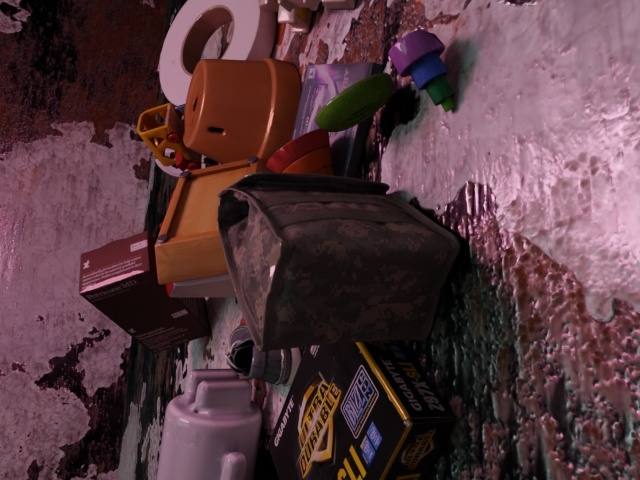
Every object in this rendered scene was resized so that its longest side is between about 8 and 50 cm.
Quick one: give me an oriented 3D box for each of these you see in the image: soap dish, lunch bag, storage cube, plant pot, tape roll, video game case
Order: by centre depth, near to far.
[{"bbox_3d":[0.000,0.000,0.691,0.287,0.235,0.169,-131,48,-55],"label":"lunch bag"},{"bbox_3d":[0.015,-0.228,0.957,0.274,0.026,0.196,35,115,61],"label":"video game case"},{"bbox_3d":[-0.212,-0.049,1.077,0.291,0.228,0.118,-89,-15,-47],"label":"soap dish"},{"bbox_3d":[-0.196,-0.296,1.194,0.291,0.203,0.291,-27,59,58],"label":"plant pot"},{"bbox_3d":[-0.284,0.014,1.281,0.184,0.215,0.193,-58,41,38],"label":"storage cube"},{"bbox_3d":[-0.290,-0.529,1.401,0.392,0.072,0.392,-10,72,34],"label":"tape roll"}]

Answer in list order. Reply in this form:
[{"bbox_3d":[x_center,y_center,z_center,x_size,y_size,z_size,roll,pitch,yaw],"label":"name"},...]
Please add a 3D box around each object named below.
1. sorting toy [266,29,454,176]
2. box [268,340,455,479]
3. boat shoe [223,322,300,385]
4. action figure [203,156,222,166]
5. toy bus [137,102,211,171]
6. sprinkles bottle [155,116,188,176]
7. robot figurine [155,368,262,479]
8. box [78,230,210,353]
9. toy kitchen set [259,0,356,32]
[{"bbox_3d":[0.060,-0.149,0.768,0.365,0.127,0.126,-32,86,47],"label":"sorting toy"},{"bbox_3d":[0.033,0.277,0.731,0.257,0.079,0.322,53,129,52],"label":"box"},{"bbox_3d":[-0.146,0.226,1.069,0.319,0.099,0.116,2,85,63],"label":"boat shoe"},{"bbox_3d":[-0.280,-0.274,1.473,0.285,0.099,0.185,-113,31,-51],"label":"action figure"},{"bbox_3d":[-0.369,-0.236,1.276,0.191,0.104,0.202,-48,-56,-79],"label":"toy bus"},{"bbox_3d":[-0.381,-0.350,1.525,0.121,0.121,0.355,-50,24,47],"label":"sprinkles bottle"},{"bbox_3d":[-0.233,0.452,1.068,0.300,0.199,0.354,8,91,62],"label":"robot figurine"},{"bbox_3d":[-0.467,0.156,1.415,0.381,0.191,0.143,67,-175,-51],"label":"box"},{"bbox_3d":[0.002,-0.498,1.016,0.207,0.166,0.122,12,95,27],"label":"toy kitchen set"}]
